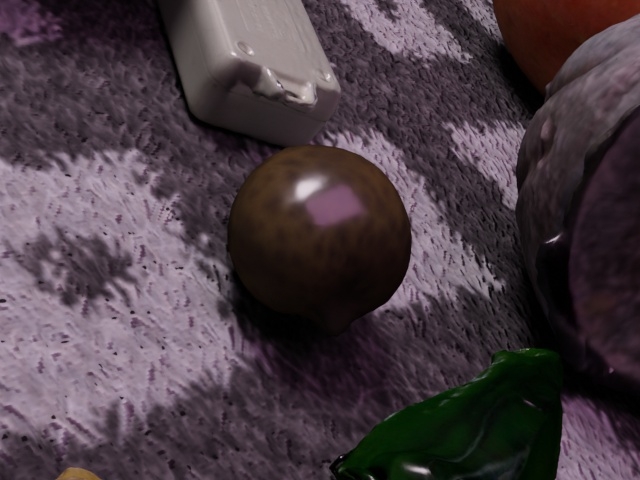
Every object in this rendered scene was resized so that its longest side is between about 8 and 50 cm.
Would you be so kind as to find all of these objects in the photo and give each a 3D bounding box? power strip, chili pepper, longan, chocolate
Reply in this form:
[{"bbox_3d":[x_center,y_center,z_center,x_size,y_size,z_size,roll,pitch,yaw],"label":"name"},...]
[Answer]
[{"bbox_3d":[-0.073,-0.195,0.728,0.098,0.058,0.338,12,42,-35],"label":"power strip"},{"bbox_3d":[0.084,0.110,0.523,0.108,0.062,0.216,44,31,5],"label":"chili pepper"},{"bbox_3d":[0.000,0.000,0.537,0.113,0.092,0.113,31,41,-32],"label":"longan"},{"bbox_3d":[0.260,-0.054,0.712,0.303,0.303,0.213,24,20,-25],"label":"chocolate"}]

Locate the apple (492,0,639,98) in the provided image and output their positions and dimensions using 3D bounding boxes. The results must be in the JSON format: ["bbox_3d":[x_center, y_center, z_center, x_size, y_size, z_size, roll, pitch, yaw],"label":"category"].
[{"bbox_3d":[0.353,-0.267,0.986,0.364,0.364,0.364,27,35,-21],"label":"apple"}]

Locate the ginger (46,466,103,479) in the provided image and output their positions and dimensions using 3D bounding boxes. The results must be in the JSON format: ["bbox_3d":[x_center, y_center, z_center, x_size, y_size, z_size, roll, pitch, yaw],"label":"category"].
[{"bbox_3d":[-0.048,0.174,0.316,0.133,0.059,0.214,7,43,-30],"label":"ginger"}]
